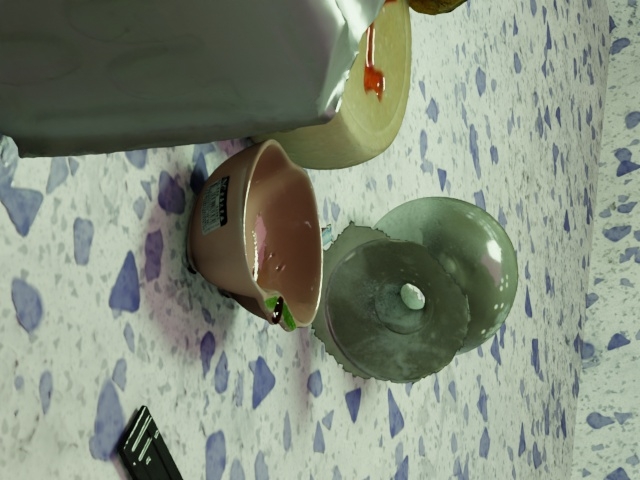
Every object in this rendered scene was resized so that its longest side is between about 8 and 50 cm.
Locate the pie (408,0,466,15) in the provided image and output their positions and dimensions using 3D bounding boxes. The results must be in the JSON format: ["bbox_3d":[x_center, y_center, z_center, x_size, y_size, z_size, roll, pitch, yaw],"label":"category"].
[{"bbox_3d":[0.095,-0.410,1.563,0.085,0.308,0.308,-45,139,-14],"label":"pie"}]

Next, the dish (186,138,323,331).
[{"bbox_3d":[-0.076,0.002,1.297,0.213,0.090,0.213,-6,90,-69],"label":"dish"}]

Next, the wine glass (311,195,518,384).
[{"bbox_3d":[0.142,0.056,1.643,0.323,0.238,0.238,-24,110,-68],"label":"wine glass"}]

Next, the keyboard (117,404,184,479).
[{"bbox_3d":[-0.148,0.254,1.187,0.061,0.013,0.204,-66,145,-48],"label":"keyboard"}]

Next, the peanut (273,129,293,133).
[{"bbox_3d":[-0.107,-0.209,1.189,0.290,0.130,0.130,48,43,-42],"label":"peanut"}]

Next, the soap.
[{"bbox_3d":[-0.164,-0.278,0.830,0.435,0.350,0.213,62,41,-43],"label":"soap"}]

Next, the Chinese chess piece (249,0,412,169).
[{"bbox_3d":[-0.001,-0.252,1.442,0.338,0.141,0.338,-3,90,-67],"label":"Chinese chess piece"}]

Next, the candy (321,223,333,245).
[{"bbox_3d":[0.000,0.000,1.564,0.083,0.020,0.030,-41,121,-61],"label":"candy"}]
